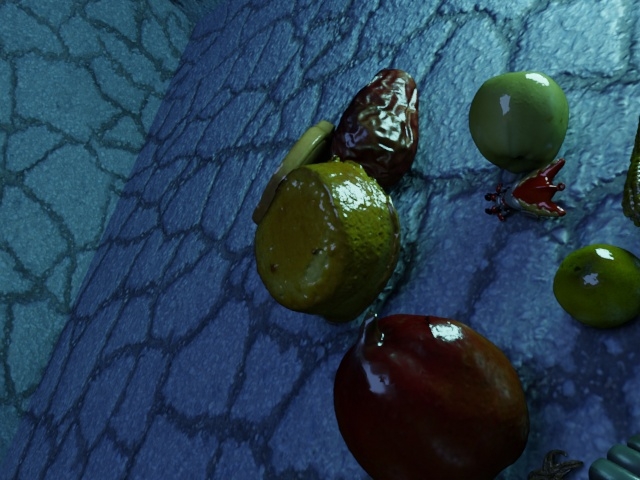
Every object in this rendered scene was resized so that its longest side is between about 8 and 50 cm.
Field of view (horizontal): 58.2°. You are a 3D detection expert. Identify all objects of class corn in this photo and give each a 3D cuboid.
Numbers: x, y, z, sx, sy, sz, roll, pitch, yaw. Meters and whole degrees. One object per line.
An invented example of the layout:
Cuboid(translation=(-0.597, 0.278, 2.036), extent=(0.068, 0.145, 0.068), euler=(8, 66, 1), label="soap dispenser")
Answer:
Cuboid(translation=(0.551, -0.153, 0.924), extent=(0.097, 0.097, 0.319), euler=(-3, 59, 48), label="corn")

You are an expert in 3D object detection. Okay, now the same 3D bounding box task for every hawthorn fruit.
Cuboid(translation=(0.159, 0.255, 0.878), extent=(0.295, 0.311, 0.295), euler=(-21, 60, 43), label="hawthorn fruit")

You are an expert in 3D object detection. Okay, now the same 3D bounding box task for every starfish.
Cuboid(translation=(0.336, 0.347, 0.829), extent=(0.078, 0.028, 0.091), euler=(-5, 63, 45), label="starfish")

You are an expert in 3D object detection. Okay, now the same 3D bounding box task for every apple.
Cuboid(translation=(0.382, -0.232, 1.107), extent=(0.200, 0.200, 0.200), euler=(-30, 43, 32), label="apple")

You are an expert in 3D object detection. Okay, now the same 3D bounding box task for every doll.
Cuboid(translation=(0.389, -0.084, 1.094), extent=(0.169, 0.057, 0.109), euler=(-18, 63, 59), label="doll")

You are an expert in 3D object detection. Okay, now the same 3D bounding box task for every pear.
Cuboid(translation=(0.429, 0.061, 0.890), extent=(0.141, 0.104, 0.141), euler=(-25, 47, 30), label="pear")

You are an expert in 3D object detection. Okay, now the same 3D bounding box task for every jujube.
Cuboid(translation=(0.147, -0.277, 1.413), extent=(0.216, 0.216, 0.342), euler=(-17, 42, 41), label="jujube")

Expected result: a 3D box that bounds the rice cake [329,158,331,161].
Cuboid(translation=(0.026, -0.170, 1.581), extent=(0.049, 0.055, 0.270), euler=(-5, 54, 56), label="rice cake")

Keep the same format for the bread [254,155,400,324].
Cuboid(translation=(-0.001, 0.003, 1.271), extent=(0.358, 0.204, 0.337), euler=(-60, 44, 31), label="bread")

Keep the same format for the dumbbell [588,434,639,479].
Cuboid(translation=(0.467, 0.189, 0.675), extent=(0.179, 0.179, 0.406), euler=(22, 79, 54), label="dumbbell")

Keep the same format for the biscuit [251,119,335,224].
Cuboid(translation=(-0.054, -0.158, 1.466), extent=(0.312, 0.057, 0.351), euler=(-55, -5, -1), label="biscuit")
